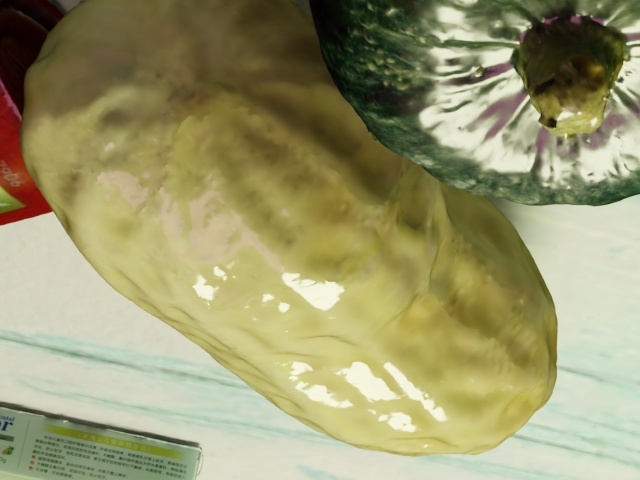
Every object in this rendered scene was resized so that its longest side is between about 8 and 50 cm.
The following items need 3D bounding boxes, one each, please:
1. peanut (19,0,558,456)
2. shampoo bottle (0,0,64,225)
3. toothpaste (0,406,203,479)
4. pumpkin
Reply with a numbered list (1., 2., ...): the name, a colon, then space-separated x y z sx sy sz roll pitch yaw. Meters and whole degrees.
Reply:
1. peanut: 0.000 0.000 0.844 0.152 0.152 0.313 -19 135 29
2. shampoo bottle: -0.248 -0.035 0.905 0.314 0.076 0.118 -13 139 24
3. toothpaste: -0.152 0.131 1.108 0.164 0.046 0.034 12 143 -5
4. pumpkin: 0.094 -0.102 0.706 0.211 0.152 0.212 -2 128 -2
